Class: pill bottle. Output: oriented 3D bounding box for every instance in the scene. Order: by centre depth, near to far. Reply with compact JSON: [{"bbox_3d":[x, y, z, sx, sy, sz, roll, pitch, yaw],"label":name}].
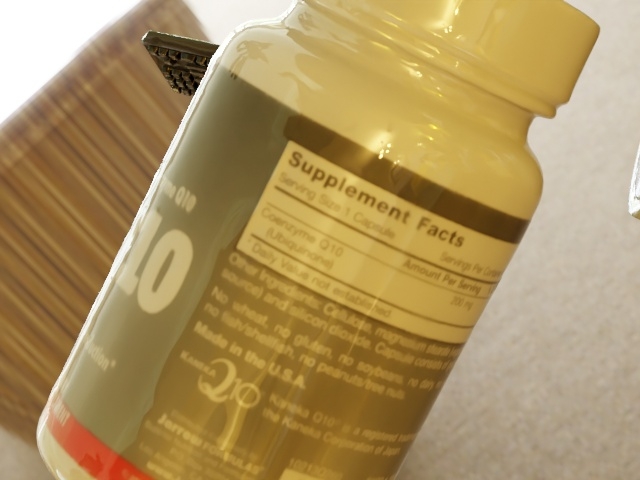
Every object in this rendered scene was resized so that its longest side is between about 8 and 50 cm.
[{"bbox_3d":[0.000,0.000,0.720,0.283,0.161,0.161,-63,25,8],"label":"pill bottle"}]

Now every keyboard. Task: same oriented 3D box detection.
[{"bbox_3d":[-0.044,-0.113,1.220,0.180,0.108,0.023,15,73,26],"label":"keyboard"}]

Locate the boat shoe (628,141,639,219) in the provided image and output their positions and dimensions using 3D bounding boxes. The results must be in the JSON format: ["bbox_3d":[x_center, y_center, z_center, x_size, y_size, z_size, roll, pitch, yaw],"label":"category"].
[{"bbox_3d":[0.264,-0.125,0.855,0.302,0.103,0.113,-62,1,-18],"label":"boat shoe"}]
